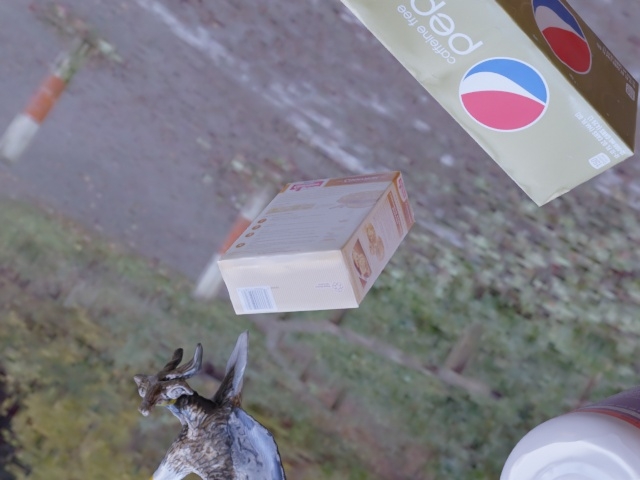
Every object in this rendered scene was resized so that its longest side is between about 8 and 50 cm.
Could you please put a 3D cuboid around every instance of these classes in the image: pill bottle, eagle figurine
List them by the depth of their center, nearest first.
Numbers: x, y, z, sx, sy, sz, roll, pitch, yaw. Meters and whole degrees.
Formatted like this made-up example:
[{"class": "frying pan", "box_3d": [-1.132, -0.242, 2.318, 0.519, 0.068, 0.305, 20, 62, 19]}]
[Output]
[{"class": "pill bottle", "box_3d": [0.320, 0.239, 1.234, 0.181, 0.181, 0.323, 23, -164, 32]}, {"class": "eagle figurine", "box_3d": [-0.131, 0.288, 1.606, 0.225, 0.226, 0.298, -29, 104, 36]}]

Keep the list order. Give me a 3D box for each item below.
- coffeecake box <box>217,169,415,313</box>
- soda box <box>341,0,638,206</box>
[{"class": "coffeecake box", "box_3d": [0.000, 0.000, 1.314, 0.142, 0.185, 0.068, -5, 116, 27]}, {"class": "soda box", "box_3d": [0.071, -0.103, 0.579, 0.181, 0.061, 0.058, 42, 129, -21]}]
